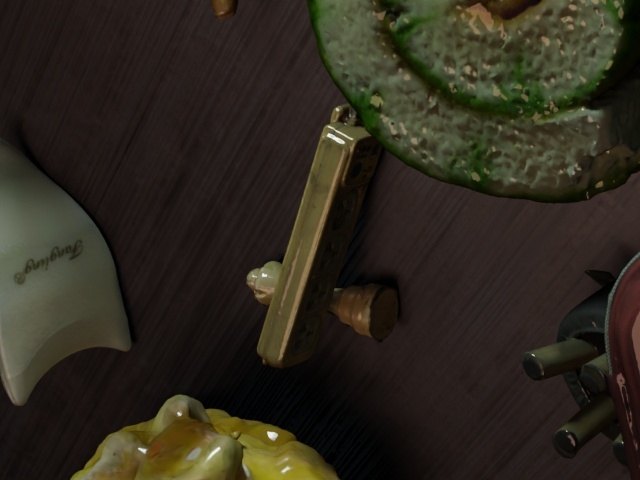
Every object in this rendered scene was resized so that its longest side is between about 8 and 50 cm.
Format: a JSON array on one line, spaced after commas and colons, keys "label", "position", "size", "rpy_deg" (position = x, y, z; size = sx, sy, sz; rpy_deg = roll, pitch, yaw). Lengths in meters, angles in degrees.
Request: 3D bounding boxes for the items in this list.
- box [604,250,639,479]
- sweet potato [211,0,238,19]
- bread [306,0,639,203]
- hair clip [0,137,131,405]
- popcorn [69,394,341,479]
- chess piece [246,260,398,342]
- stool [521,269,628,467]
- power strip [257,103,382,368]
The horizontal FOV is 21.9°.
[{"label": "box", "position": [0.382, 0.164, 1.360], "size": [0.263, 0.108, 0.404], "rpy_deg": [-12, 106, 8]}, {"label": "sweet potato", "position": [-0.142, -0.360, 1.561], "size": [0.072, 0.066, 0.314], "rpy_deg": [-21, 100, 35]}, {"label": "bread", "position": [0.159, -0.211, 1.386], "size": [0.366, 0.129, 0.382], "rpy_deg": [-30, 98, 43]}, {"label": "hair clip", "position": [-0.333, 0.021, 1.882], "size": [0.282, 0.172, 0.113], "rpy_deg": [58, 143, 8]}, {"label": "popcorn", "position": [-0.133, 0.356, 1.806], "size": [0.354, 0.344, 0.390], "rpy_deg": [24, 165, -5]}, {"label": "chess piece", "position": [-0.004, 0.059, 1.726], "size": [0.172, 0.060, 0.060], "rpy_deg": [13, 124, 33]}, {"label": "stool", "position": [0.292, 0.136, 1.474], "size": [0.228, 0.139, 0.153], "rpy_deg": [45, 148, 23]}, {"label": "power strip", "position": [0.000, 0.000, 1.637], "size": [0.044, 0.064, 0.305], "rpy_deg": [29, 115, 28]}]
